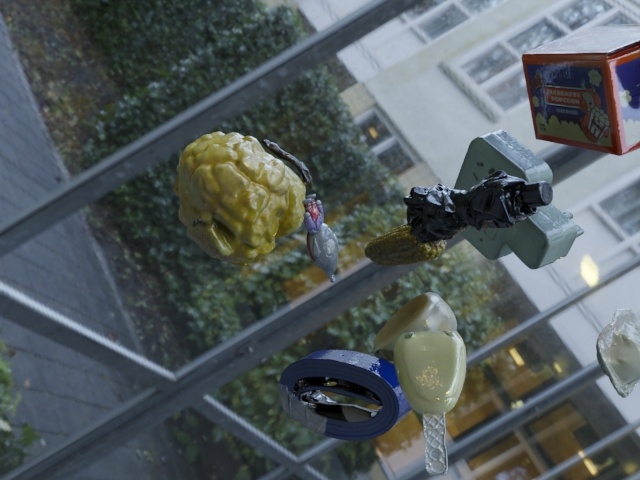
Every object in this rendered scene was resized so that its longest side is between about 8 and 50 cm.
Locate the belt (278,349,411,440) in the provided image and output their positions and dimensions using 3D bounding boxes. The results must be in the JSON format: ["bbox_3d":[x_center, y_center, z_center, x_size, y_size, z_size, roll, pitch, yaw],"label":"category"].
[{"bbox_3d":[0.065,0.401,1.997,0.117,0.347,0.212,-16,108,-61],"label":"belt"}]

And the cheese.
[{"bbox_3d":[0.193,0.274,1.308,0.054,0.127,0.251,75,13,-57],"label":"cheese"}]

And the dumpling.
[{"bbox_3d":[0.723,0.282,1.845,0.124,0.151,0.228,-2,-76,49],"label":"dumpling"}]

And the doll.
[{"bbox_3d":[0.000,0.000,1.853,0.102,0.075,0.227,-48,125,-60],"label":"doll"}]

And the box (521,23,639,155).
[{"bbox_3d":[0.759,-0.405,1.961,0.349,0.319,0.256,-143,-145,-66],"label":"box"}]

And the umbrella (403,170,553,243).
[{"bbox_3d":[0.266,-0.061,1.284,0.122,0.110,0.272,35,-29,-32],"label":"umbrella"}]

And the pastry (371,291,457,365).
[{"bbox_3d":[0.258,0.258,2.088,0.133,0.265,0.265,45,4,-11],"label":"pastry"}]

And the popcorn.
[{"bbox_3d":[-0.184,-0.117,1.898,0.349,0.382,0.348,35,-44,42],"label":"popcorn"}]

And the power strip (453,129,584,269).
[{"bbox_3d":[0.400,-0.068,1.531,0.261,0.141,0.229,48,-36,33],"label":"power strip"}]

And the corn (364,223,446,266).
[{"bbox_3d":[0.239,0.011,2.159,0.322,0.119,0.119,-13,-68,55],"label":"corn"}]
